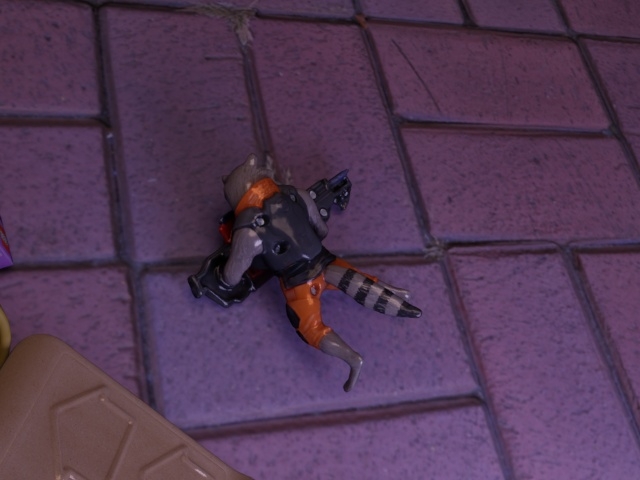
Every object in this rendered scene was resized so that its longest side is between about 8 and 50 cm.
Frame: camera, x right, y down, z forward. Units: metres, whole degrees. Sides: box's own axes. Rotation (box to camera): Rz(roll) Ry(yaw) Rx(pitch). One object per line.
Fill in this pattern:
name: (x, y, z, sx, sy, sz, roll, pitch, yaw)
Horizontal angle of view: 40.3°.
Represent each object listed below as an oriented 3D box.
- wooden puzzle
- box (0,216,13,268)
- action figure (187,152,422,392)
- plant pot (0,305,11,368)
wooden puzzle: (-0.245, 0.309, 0.937, 0.348, 0.080, 0.322, 38, 33, -17)
box: (-0.460, -0.104, 1.049, 0.057, 0.293, 0.201, -19, 68, -10)
action figure: (0.000, 0.000, 1.249, 0.330, 0.178, 0.341, 44, 55, -3)
plant pot: (-0.510, 0.069, 0.966, 0.254, 0.254, 0.239, -20, 53, -31)
